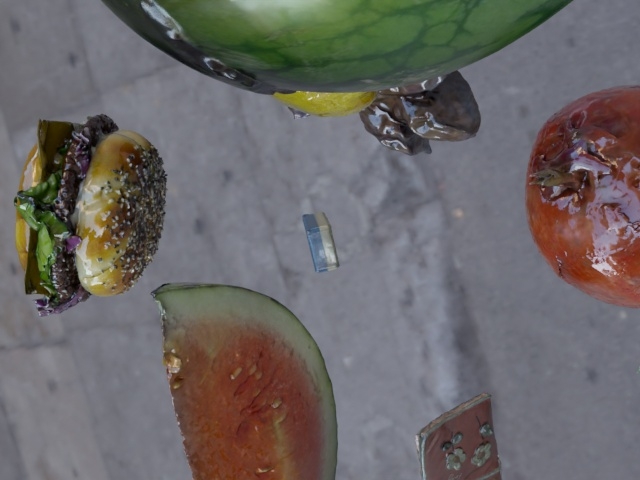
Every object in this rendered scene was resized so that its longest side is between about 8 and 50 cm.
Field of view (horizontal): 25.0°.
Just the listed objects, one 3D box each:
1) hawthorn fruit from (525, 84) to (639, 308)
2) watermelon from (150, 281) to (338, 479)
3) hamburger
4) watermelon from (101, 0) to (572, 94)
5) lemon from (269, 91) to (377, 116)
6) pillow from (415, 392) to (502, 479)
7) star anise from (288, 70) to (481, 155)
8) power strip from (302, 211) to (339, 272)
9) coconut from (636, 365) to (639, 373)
[{"bbox_3d":[0.341,-0.054,1.628,0.276,0.307,0.276,-3,85,41],"label":"hawthorn fruit"},{"bbox_3d":[-0.044,0.116,0.881,0.063,0.119,0.245,5,122,26],"label":"watermelon"},{"bbox_3d":[-0.181,-0.022,1.159,0.093,0.189,0.164,8,105,12],"label":"hamburger"},{"bbox_3d":[0.019,-0.247,0.719,0.363,0.363,0.363,29,127,47],"label":"watermelon"},{"bbox_3d":[-0.009,-0.204,1.188,0.207,0.170,0.170,57,146,0],"label":"lemon"},{"bbox_3d":[0.179,0.306,1.824,0.043,0.126,0.232,30,137,52],"label":"pillow"},{"bbox_3d":[0.051,-0.203,1.729,0.315,0.108,0.315,17,146,12],"label":"star anise"},{"bbox_3d":[0.000,0.000,1.788,0.123,0.032,0.056,-110,7,-79],"label":"power strip"},{"bbox_3d":[0.553,0.224,1.813,0.328,0.281,0.328,161,90,-87],"label":"coconut"}]
